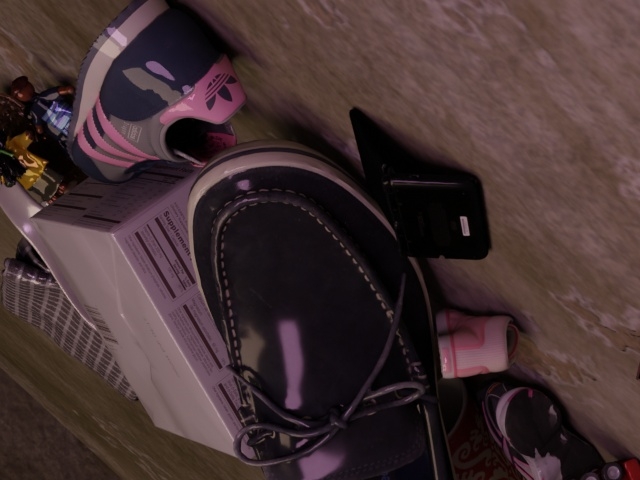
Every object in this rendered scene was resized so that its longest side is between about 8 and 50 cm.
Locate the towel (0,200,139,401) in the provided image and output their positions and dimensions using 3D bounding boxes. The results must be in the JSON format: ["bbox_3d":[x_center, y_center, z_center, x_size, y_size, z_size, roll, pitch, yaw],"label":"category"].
[{"bbox_3d":[-0.282,0.082,2.265,0.235,0.121,0.283,38,162,2],"label":"towel"}]

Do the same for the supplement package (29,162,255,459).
[{"bbox_3d":[-0.125,0.053,1.755,0.204,0.145,0.262,10,132,59],"label":"supplement package"}]

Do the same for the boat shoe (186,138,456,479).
[{"bbox_3d":[0.018,0.138,1.563,0.156,0.187,0.500,-91,-15,-59],"label":"boat shoe"}]

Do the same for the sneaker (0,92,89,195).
[{"bbox_3d":[-0.295,-0.088,1.988,0.192,0.064,0.086,42,171,-10],"label":"sneaker"}]

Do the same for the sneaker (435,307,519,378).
[{"bbox_3d":[0.135,0.087,1.565,0.134,0.070,0.051,-80,-20,-81],"label":"sneaker"}]

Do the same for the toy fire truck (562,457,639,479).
[{"bbox_3d":[0.259,0.268,1.615,0.135,0.192,0.047,68,162,5],"label":"toy fire truck"}]

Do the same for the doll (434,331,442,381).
[{"bbox_3d":[0.037,0.075,1.736,0.189,0.046,0.129,30,159,27],"label":"doll"}]

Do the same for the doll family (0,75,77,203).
[{"bbox_3d":[-0.287,-0.103,1.869,0.111,0.076,0.193,38,124,-6],"label":"doll family"}]

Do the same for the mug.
[{"bbox_3d":[0.111,0.218,1.793,0.169,0.150,0.113,50,-170,-43],"label":"mug"}]

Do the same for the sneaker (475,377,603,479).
[{"bbox_3d":[0.200,0.186,1.675,0.077,0.072,0.178,35,158,54],"label":"sneaker"}]

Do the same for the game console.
[{"bbox_3d":[0.078,-0.043,1.427,0.107,0.071,0.122,2,152,12],"label":"game console"}]

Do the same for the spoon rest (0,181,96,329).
[{"bbox_3d":[-0.273,0.007,2.084,0.276,0.137,0.084,42,-157,2],"label":"spoon rest"}]

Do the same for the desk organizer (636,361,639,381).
[{"bbox_3d":[0.257,0.067,1.273,0.047,0.050,0.130,33,161,18],"label":"desk organizer"}]

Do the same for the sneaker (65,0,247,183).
[{"bbox_3d":[-0.139,-0.095,1.567,0.131,0.112,0.319,41,164,4],"label":"sneaker"}]
